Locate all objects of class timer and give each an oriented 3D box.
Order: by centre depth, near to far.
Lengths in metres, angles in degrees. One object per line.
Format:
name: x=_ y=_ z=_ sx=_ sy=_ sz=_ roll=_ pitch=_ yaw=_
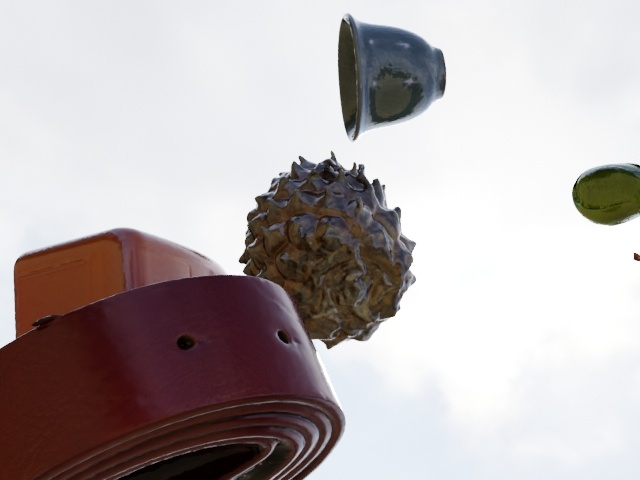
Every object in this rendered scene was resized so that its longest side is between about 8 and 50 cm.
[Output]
timer: x=-0.169 y=0.131 z=1.517 sx=0.161 sy=0.257 sz=0.250 roll=-21 pitch=-26 yaw=32

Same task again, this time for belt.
belt: x=-0.149 y=0.144 z=1.046 sx=0.227 sy=0.324 sz=0.115 roll=75 pitch=-10 yaw=-58

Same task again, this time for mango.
mango: x=0.420 y=-0.064 z=2.058 sx=0.165 sy=0.074 sz=0.091 roll=8 pitch=-84 yaw=58

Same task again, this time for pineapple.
pineapple: x=0.000 y=0.000 z=1.327 sx=0.166 sy=0.166 sz=0.193 roll=66 pitch=-7 yaw=-30

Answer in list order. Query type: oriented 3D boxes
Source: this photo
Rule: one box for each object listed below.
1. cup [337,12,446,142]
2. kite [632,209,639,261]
cup: x=0.113 y=-0.253 z=2.265 sx=0.199 sy=0.150 sz=0.199 roll=177 pitch=-90 yaw=-83
kite: x=0.423 y=0.032 z=1.607 sx=0.189 sy=0.009 sz=0.232 roll=13 pitch=-24 yaw=40
